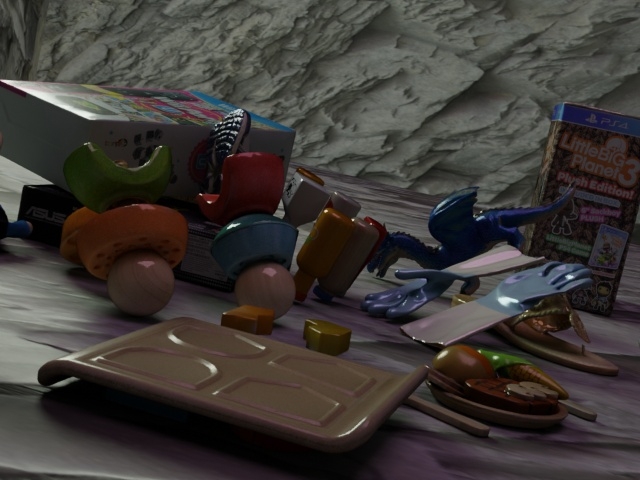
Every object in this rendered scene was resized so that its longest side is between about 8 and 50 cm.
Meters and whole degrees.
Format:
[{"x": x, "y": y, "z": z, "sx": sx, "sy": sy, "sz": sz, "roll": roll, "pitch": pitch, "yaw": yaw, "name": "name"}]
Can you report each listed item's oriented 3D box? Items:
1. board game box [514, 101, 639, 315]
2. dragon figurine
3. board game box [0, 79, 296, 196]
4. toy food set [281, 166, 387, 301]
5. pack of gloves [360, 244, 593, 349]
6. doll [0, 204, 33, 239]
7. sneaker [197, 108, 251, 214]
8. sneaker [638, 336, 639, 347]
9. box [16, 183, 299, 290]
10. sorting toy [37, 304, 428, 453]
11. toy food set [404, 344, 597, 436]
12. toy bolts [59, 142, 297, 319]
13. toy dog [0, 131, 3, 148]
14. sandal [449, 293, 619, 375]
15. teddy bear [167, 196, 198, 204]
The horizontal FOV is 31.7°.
[{"x": 0.401, "y": -0.056, "z": 1.731, "sx": 0.141, "sy": 0.291, "sz": 0.232, "roll": 13, "pitch": 7, "yaw": 7, "name": "board game box"}, {"x": 0.191, "y": -0.020, "z": 1.480, "sx": 0.144, "sy": 0.289, "sz": 0.085, "roll": 50, "pitch": 12, "yaw": 0, "name": "dragon figurine"}, {"x": -0.220, "y": -0.126, "z": 1.407, "sx": 0.303, "sy": 0.097, "sz": 0.224, "roll": -2, "pitch": 20, "yaw": -44, "name": "board game box"}, {"x": 0.000, "y": 0.000, "z": 1.319, "sx": 0.111, "sy": 0.104, "sz": 0.232, "roll": 28, "pitch": 10, "yaw": -21, "name": "toy food set"}, {"x": 0.169, "y": 0.041, "z": 1.247, "sx": 0.232, "sy": 0.046, "sz": 0.195, "roll": -19, "pitch": 16, "yaw": -25, "name": "pack of gloves"}, {"x": -0.366, "y": -0.022, "z": 1.174, "sx": 0.129, "sy": 0.046, "sz": 0.189, "roll": 2, "pitch": 14, "yaw": -24, "name": "doll"}, {"x": -0.103, "y": -0.087, "z": 1.324, "sx": 0.052, "sy": 0.135, "sz": 0.058, "roll": 6, "pitch": -12, "yaw": 45, "name": "sneaker"}, {"x": 0.438, "y": 0.135, "z": 1.366, "sx": 0.109, "sy": 0.040, "sz": 0.044, "roll": 5, "pitch": 26, "yaw": -22, "name": "sneaker"}, {"x": -0.186, "y": -0.011, "z": 1.332, "sx": 0.270, "sy": 0.060, "sz": 0.216, "roll": 14, "pitch": 8, "yaw": 15, "name": "box"}, {"x": -0.040, "y": 0.100, "z": 0.847, "sx": 0.229, "sy": 0.041, "sz": 0.307, "roll": 10, "pitch": 6, "yaw": 15, "name": "sorting toy"}, {"x": 0.146, "y": 0.121, "z": 0.954, "sx": 0.132, "sy": 0.038, "sz": 0.192, "roll": 18, "pitch": 10, "yaw": 40, "name": "toy food set"}, {"x": -0.136, "y": 0.020, "z": 1.099, "sx": 0.228, "sy": 0.158, "sz": 0.218, "roll": -2, "pitch": -27, "yaw": -26, "name": "toy bolts"}, {"x": -0.389, "y": -0.100, "z": 0.980, "sx": 0.161, "sy": 0.220, "sz": 0.334, "roll": 21, "pitch": 3, "yaw": -30, "name": "toy dog"}, {"x": 0.241, "y": 0.078, "z": 1.282, "sx": 0.088, "sy": 0.079, "sz": 0.240, "roll": 7, "pitch": 9, "yaw": -38, "name": "sandal"}, {"x": -0.214, "y": -0.091, "z": 1.705, "sx": 0.245, "sy": 0.113, "sz": 0.338, "roll": 14, "pitch": 7, "yaw": 30, "name": "teddy bear"}]
